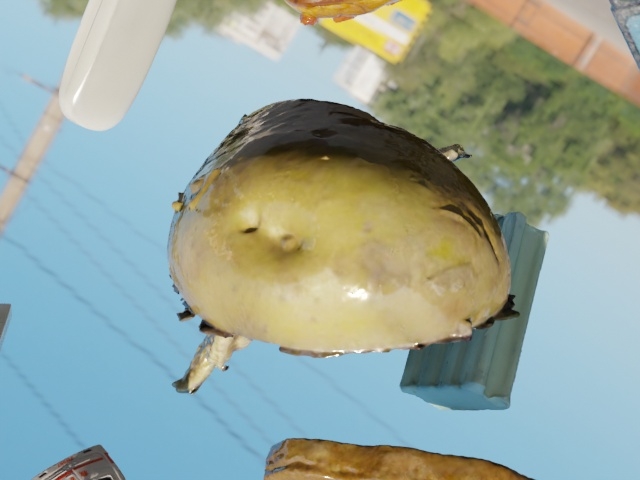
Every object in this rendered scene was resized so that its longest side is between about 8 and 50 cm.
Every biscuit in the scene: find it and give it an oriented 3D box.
[{"bbox_3d":[0.085,0.232,1.121,0.272,0.049,0.257,8,152,2],"label":"biscuit"}]

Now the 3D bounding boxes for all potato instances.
[{"bbox_3d":[-0.020,-0.013,0.746,0.243,0.098,0.138,15,-150,42],"label":"potato"}]

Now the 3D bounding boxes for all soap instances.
[{"bbox_3d":[0.161,0.074,1.420,0.063,0.198,0.114,32,156,-35],"label":"soap"}]

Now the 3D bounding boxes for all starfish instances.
[{"bbox_3d":[0.000,0.000,1.477,0.082,0.432,0.324,49,152,2],"label":"starfish"}]

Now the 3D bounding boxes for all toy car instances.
[{"bbox_3d":[-0.210,0.298,1.299,0.089,0.210,0.108,-28,-133,-28],"label":"toy car"}]

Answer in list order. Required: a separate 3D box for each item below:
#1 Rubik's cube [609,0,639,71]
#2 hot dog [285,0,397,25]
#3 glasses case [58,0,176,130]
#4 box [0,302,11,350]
[{"bbox_3d":[0.473,-0.310,1.373,0.301,0.304,0.305,-10,130,37],"label":"Rubik's cube"},{"bbox_3d":[0.118,-0.290,1.169,0.117,0.348,0.158,12,-119,-76],"label":"hot dog"},{"bbox_3d":[-0.218,-0.233,1.508,0.059,0.233,0.092,29,-170,36],"label":"glasses case"},{"bbox_3d":[-0.488,0.136,1.864,0.109,0.029,0.198,3,-157,-5],"label":"box"}]
